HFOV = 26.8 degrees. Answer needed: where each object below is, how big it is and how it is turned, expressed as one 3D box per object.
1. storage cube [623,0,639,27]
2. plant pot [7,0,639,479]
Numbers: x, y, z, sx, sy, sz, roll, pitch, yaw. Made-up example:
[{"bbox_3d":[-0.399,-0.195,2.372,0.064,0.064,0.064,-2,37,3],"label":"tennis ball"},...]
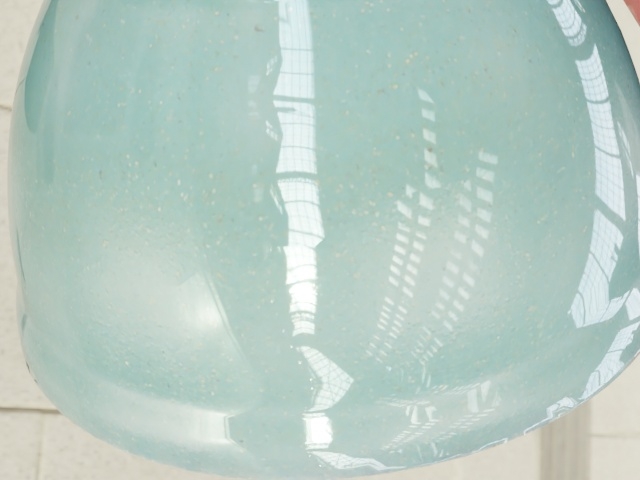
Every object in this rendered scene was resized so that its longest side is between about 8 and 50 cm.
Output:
[{"bbox_3d":[0.295,-0.184,0.803,0.184,0.215,0.193,72,-5,-64],"label":"storage cube"},{"bbox_3d":[-0.002,-0.068,0.565,0.293,0.293,0.196,-46,138,-47],"label":"plant pot"}]
